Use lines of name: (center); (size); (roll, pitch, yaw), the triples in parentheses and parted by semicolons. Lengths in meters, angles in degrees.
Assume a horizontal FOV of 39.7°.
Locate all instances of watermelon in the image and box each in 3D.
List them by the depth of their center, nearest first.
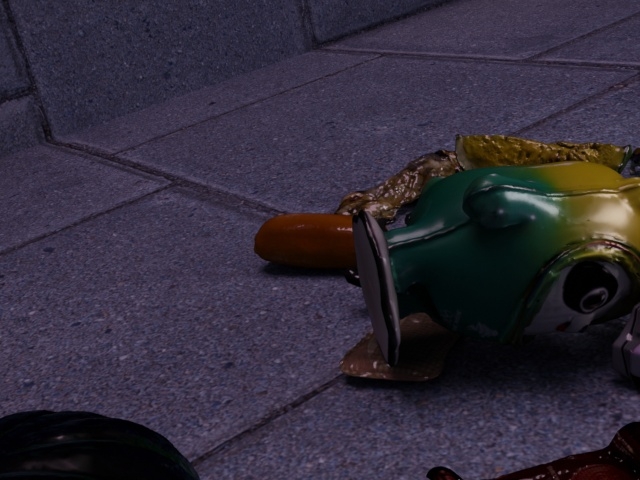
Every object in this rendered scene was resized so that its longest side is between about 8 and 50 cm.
watermelon: (0.361, -0.117, 1.464); (0.301, 0.129, 0.123); (10, 33, 33)

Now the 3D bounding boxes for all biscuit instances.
biscuit: (0.212, 0.237, 0.782); (0.235, 0.063, 0.151); (-15, 22, 1)

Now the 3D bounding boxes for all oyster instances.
oyster: (0.162, -0.109, 1.644); (0.345, 0.079, 0.128); (-29, 19, -29)

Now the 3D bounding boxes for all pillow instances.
pillow: (0.119, 0.123, 1.148); (0.135, 0.034, 0.211); (-2, 23, 28)

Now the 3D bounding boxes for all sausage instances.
sausage: (0.000, 0.000, 1.432); (0.238, 0.098, 0.098); (1, 26, 27)

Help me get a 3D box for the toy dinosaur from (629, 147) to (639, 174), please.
toy dinosaur: (0.552, -0.130, 1.513); (0.037, 0.058, 0.180); (-7, 9, -7)

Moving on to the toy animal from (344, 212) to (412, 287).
toy animal: (0.144, 0.018, 1.296); (0.121, 0.094, 0.225); (17, 17, 33)

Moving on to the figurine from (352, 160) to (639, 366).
figurine: (0.220, 0.013, 1.041); (0.340, 0.324, 0.231); (-11, 61, -5)

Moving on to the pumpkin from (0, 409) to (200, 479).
pumpkin: (-0.239, 0.289, 0.640); (0.363, 0.266, 0.363); (-15, 22, 6)

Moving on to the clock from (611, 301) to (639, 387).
clock: (0.465, 0.094, 0.966); (0.253, 0.083, 0.186); (-27, 27, -32)
